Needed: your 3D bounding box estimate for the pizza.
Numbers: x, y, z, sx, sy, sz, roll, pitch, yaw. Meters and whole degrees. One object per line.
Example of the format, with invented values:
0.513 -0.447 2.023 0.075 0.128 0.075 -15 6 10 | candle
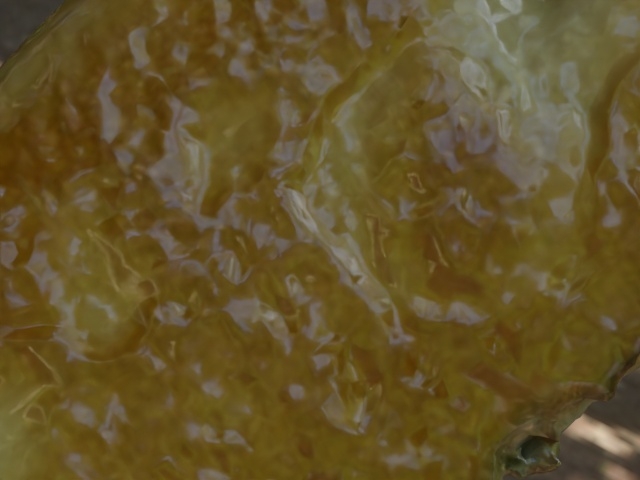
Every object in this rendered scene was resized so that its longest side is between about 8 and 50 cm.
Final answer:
0.000 0.000 0.475 0.182 0.365 0.074 48 2 10 | pizza
